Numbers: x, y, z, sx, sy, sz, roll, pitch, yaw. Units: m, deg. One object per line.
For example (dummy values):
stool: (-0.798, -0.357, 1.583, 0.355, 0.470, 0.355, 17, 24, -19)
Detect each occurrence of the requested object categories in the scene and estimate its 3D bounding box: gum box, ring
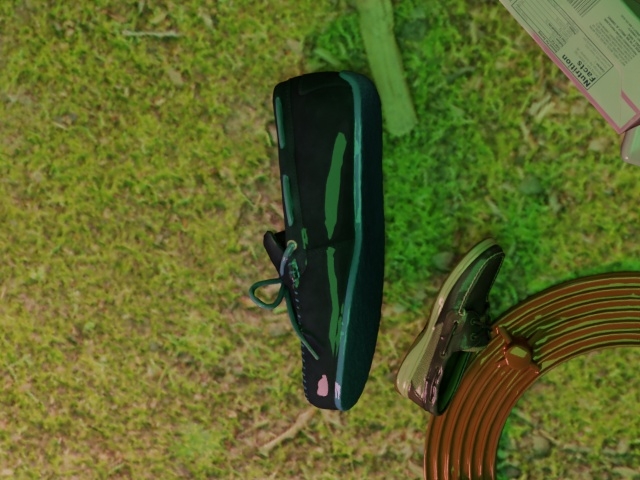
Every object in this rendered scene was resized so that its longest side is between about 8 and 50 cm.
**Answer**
gum box: (0.186, -0.160, 0.982, 0.062, 0.107, 0.188, -44, 80, 26)
ring: (0.248, 0.190, 1.128, 0.336, 0.032, 0.337, 3, 106, 10)

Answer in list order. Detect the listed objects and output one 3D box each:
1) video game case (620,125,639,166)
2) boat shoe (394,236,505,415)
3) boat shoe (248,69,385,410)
video game case: (0.401, -0.175, 0.999, 0.300, 0.036, 0.329, 15, 106, 7)
boat shoe: (0.110, 0.069, 1.104, 0.049, 0.056, 0.152, 38, 121, 26)
boat shoe: (0.000, 0.000, 1.101, 0.089, 0.109, 0.258, 3, 89, 17)
